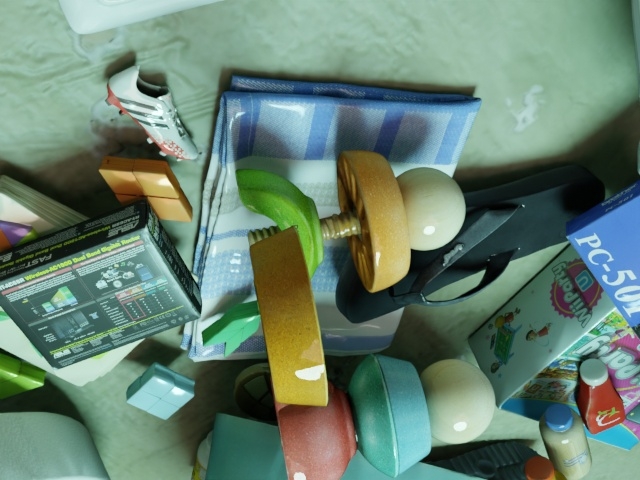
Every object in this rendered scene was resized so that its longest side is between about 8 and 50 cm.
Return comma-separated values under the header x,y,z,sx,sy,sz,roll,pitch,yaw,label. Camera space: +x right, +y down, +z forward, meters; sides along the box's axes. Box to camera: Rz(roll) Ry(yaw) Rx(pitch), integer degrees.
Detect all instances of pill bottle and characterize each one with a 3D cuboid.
x,y,z,sx,sy,sz,roll,pitch,yaw,label
-0.113,0.239,0.796,0.043,0.043,0.083,3,130,-19,pill bottle

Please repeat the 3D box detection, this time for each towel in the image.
x,y,z,sx,sy,sz,roll,pitch,yaw,label
0.000,0.000,0.620,0.209,0.034,0.285,1,131,-18,towel

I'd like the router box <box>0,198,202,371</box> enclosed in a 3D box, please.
x,y,z,sx,sy,sz,roll,pitch,yaw,label
-0.159,0.033,0.531,0.122,0.038,0.092,-20,128,3,router box

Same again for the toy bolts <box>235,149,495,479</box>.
x,y,z,sx,sy,sz,roll,pitch,yaw,label
0.043,0.062,0.488,0.158,0.218,0.229,-10,107,-6,toy bolts

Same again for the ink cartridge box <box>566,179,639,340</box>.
x,y,z,sx,sy,sz,roll,pitch,yaw,label
0.299,0.049,0.599,0.097,0.046,0.207,-34,94,25,ink cartridge box

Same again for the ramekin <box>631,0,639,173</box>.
x,y,z,sx,sy,sz,roll,pitch,yaw,label
0.326,-0.129,0.440,0.277,0.277,0.135,-11,92,-6,ramekin

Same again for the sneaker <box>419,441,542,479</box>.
x,y,z,sx,sy,sz,roll,pitch,yaw,label
0.126,0.334,0.906,0.319,0.112,0.131,0,130,-14,sneaker

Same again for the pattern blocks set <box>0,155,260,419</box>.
x,y,z,sx,sy,sz,roll,pitch,yaw,label
-0.208,0.038,0.572,0.324,0.026,0.285,23,124,-24,pattern blocks set

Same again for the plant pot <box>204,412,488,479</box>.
x,y,z,sx,sy,sz,roll,pitch,yaw,label
0.015,0.308,0.674,0.293,0.235,0.293,13,165,4,plant pot

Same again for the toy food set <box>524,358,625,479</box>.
x,y,z,sx,sy,sz,roll,pitch,yaw,label
0.285,0.168,0.669,0.232,0.111,0.104,-23,132,6,toy food set

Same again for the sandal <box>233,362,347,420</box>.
x,y,z,sx,sy,sz,roll,pitch,yaw,label
-0.026,0.147,0.741,0.072,0.049,0.180,-32,147,21,sandal

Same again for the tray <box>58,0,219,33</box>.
x,y,z,sx,sy,sz,roll,pitch,yaw,label
-0.037,-0.209,0.423,0.270,0.030,0.145,-15,133,-2,tray

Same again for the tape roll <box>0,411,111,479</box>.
x,y,z,sx,sy,sz,roll,pitch,yaw,label
-0.368,0.286,0.638,0.392,0.072,0.392,-29,156,-14,tape roll

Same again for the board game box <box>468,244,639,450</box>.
x,y,z,sx,sy,sz,roll,pitch,yaw,label
0.334,0.066,0.735,0.224,0.097,0.303,22,122,-30,board game box

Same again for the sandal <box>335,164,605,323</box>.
x,y,z,sx,sy,sz,roll,pitch,yaw,label
0.131,0.004,0.619,0.254,0.054,0.097,-22,136,-8,sandal

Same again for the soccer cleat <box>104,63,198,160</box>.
x,y,z,sx,sy,sz,roll,pitch,yaw,label
-0.110,-0.087,0.513,0.035,0.029,0.083,-33,127,20,soccer cleat
